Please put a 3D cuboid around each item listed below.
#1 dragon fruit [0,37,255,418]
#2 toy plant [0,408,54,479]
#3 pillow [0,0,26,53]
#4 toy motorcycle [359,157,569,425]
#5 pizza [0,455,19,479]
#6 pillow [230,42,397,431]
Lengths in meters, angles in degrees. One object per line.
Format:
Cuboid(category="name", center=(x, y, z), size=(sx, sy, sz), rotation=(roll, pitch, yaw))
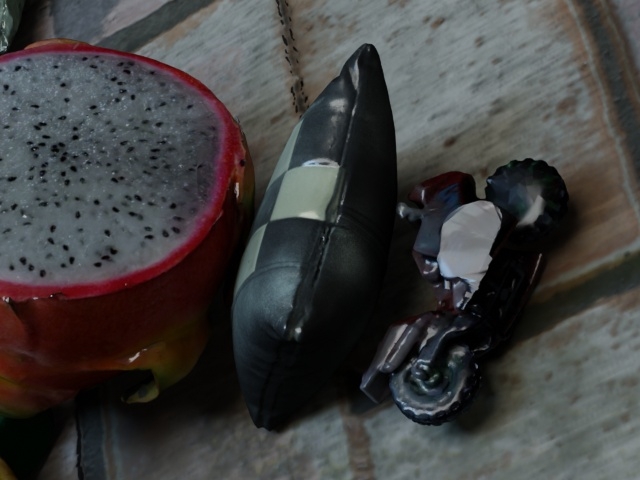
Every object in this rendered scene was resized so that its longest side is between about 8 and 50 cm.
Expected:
Cuboid(category="dragon fruit", center=(-0.201, 0.010, 1.335), size=(0.305, 0.226, 0.305), rotation=(2, 46, -2))
Cuboid(category="toy plant", center=(-0.343, 0.146, 1.438), size=(0.232, 0.112, 0.243), rotation=(-37, 46, -10))
Cuboid(category="pillow", center=(-0.404, -0.307, 1.806), size=(0.283, 0.138, 0.310), rotation=(0, 61, 28))
Cuboid(category="toy motorcycle", center=(0.090, 0.028, 1.209), size=(0.122, 0.082, 0.213), rotation=(11, 66, 41))
Cuboid(category="pizza", center=(-0.285, 0.264, 1.264), size=(0.182, 0.074, 0.365), rotation=(-21, 63, -1))
Cuboid(category="pillow", center=(0.000, 0.000, 1.257), size=(0.106, 0.186, 0.250), rotation=(16, 63, -1))
